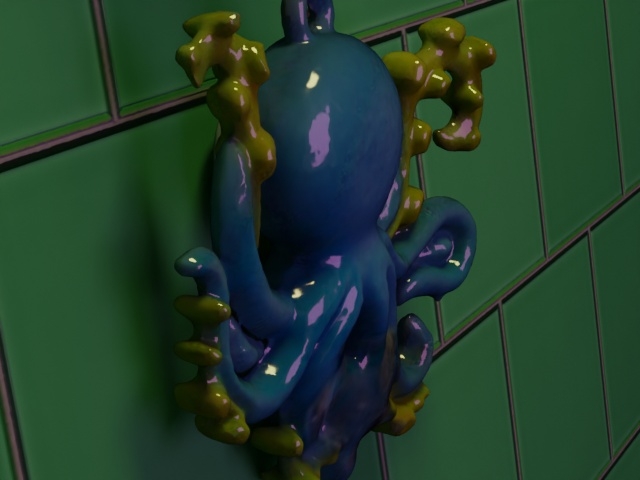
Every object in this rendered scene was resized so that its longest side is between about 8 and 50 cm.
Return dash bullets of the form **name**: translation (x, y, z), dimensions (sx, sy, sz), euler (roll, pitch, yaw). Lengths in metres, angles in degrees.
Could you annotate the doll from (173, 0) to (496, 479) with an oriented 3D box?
- **doll**: translation (0.000, 0.000, 0.931), dimensions (0.346, 0.099, 0.341), euler (-32, 130, -53)
